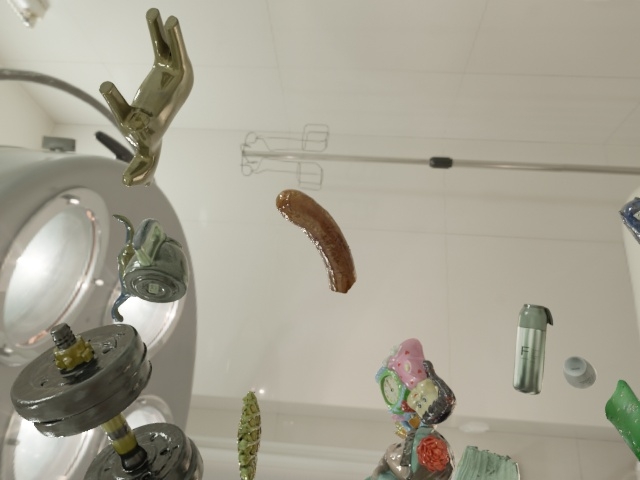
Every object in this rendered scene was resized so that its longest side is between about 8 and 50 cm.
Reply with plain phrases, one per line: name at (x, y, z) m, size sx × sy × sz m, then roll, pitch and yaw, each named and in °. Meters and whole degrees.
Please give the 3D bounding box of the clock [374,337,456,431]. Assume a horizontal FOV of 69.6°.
clock at (0.233, 0.372, 1.136) m, size 0.195 × 0.100 × 0.193 m, roll 57°, pitch 135°, yaw 42°

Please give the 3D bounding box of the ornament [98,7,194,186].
ornament at (-0.282, -0.209, 0.764) m, size 0.245 × 0.061 × 0.230 m, roll 105°, pitch -172°, yaw -72°

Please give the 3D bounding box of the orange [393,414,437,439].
orange at (0.304, 0.589, 1.508) m, size 0.156 × 0.157 × 0.134 m, roll -73°, pitch 9°, yaw -72°

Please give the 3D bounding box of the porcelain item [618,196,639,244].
porcelain item at (0.847, -0.037, 1.130) m, size 0.138 × 0.186 × 0.288 m, roll -47°, pitch -18°, yaw 19°

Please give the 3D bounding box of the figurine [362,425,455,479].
figurine at (0.136, 0.434, 0.818) m, size 0.245 × 0.110 × 0.138 m, roll -45°, pitch -10°, yaw 7°

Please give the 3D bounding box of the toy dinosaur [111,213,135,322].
toy dinosaur at (-0.460, 0.068, 1.066) m, size 0.075 × 0.188 × 0.247 m, roll -28°, pitch -78°, yaw -56°

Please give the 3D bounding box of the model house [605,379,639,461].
model house at (0.692, 0.384, 0.952) m, size 0.167 × 0.088 × 0.117 m, roll -101°, pitch 13°, yaw -62°

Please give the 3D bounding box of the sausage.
sausage at (0.004, -0.003, 1.095) m, size 0.302 × 0.103 × 0.076 m, roll 58°, pitch -163°, yaw -25°

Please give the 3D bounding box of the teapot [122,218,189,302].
teapot at (-0.304, 0.037, 0.836) m, size 0.149 × 0.111 × 0.108 m, roll 47°, pitch -152°, yaw -40°

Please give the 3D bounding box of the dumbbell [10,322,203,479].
dumbbell at (-0.317, 0.292, 0.716) m, size 0.185 × 0.185 × 0.388 m, roll -77°, pitch -26°, yaw -66°

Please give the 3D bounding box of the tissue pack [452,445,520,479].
tissue pack at (0.399, 0.766, 1.146) m, size 0.287 × 0.162 × 0.387 m, roll -43°, pitch -49°, yaw -51°

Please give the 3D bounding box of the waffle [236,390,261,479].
waffle at (-0.183, 0.514, 1.189) m, size 0.214 × 0.054 × 0.207 m, roll -93°, pitch 6°, yaw -62°

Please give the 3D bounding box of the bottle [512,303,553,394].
bottle at (0.615, 0.312, 1.330) m, size 0.079 × 0.096 × 0.253 m, roll 20°, pitch -104°, yaw -68°

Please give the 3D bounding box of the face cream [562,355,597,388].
face cream at (0.796, 0.405, 1.421) m, size 0.095 × 0.091 × 0.091 m, roll 44°, pitch -141°, yaw -38°
